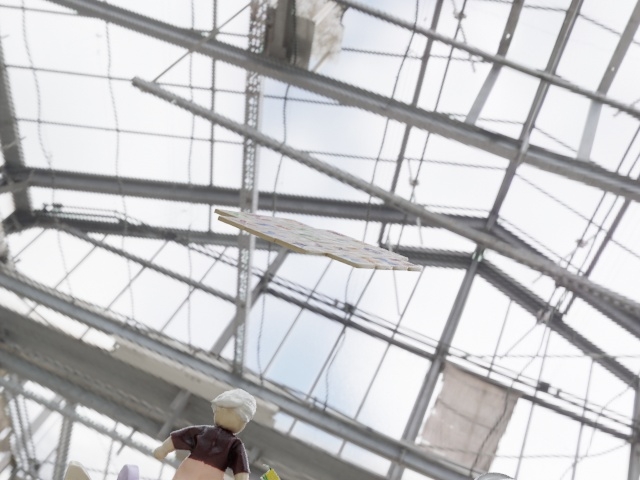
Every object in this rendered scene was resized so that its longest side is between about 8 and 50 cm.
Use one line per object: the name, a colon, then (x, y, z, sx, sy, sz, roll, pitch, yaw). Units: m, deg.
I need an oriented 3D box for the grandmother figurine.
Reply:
grandmother figurine: (-0.231, 0.447, 1.444, 0.207, 0.342, 0.104, 25, -30, 4)

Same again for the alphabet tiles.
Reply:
alphabet tiles: (0.000, 0.000, 1.207, 0.285, 0.342, 0.011, 20, -83, 31)

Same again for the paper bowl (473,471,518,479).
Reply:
paper bowl: (0.520, 0.780, 2.011, 0.284, 0.284, 0.148, 34, -53, -2)

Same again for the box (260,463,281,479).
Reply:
box: (-0.123, 0.746, 2.165, 0.179, 0.043, 0.105, 53, -18, 11)

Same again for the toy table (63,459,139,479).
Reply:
toy table: (-0.520, 0.630, 1.630, 0.160, 0.274, 0.252, 16, -7, -23)
